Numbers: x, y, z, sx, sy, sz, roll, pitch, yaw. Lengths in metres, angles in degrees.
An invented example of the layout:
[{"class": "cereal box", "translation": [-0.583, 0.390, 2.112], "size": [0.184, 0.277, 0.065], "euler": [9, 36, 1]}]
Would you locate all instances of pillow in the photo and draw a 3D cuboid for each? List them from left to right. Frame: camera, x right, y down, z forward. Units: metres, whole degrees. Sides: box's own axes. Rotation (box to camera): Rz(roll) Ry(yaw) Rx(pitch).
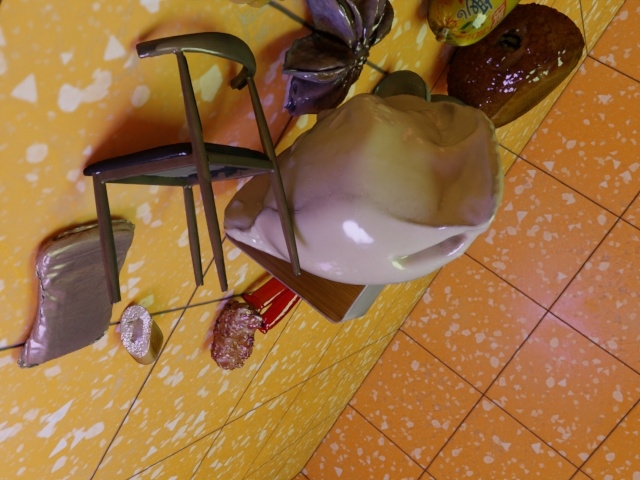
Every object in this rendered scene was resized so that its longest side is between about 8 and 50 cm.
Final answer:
[{"class": "pillow", "translation": [-0.299, 0.067, 0.740], "size": [0.135, 0.034, 0.211], "euler": [-19, 140, -52]}]

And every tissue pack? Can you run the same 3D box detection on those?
[{"class": "tissue pack", "translation": [-0.001, 0.001, 0.977], "size": [0.159, 0.246, 0.136], "euler": [-56, 161, 8]}]

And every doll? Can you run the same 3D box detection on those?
[{"class": "doll", "translation": [-0.002, 0.040, 1.283], "size": [0.384, 0.099, 0.188], "euler": [-38, 157, -20]}]

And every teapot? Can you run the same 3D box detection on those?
[{"class": "teapot", "translation": [0.197, -0.229, 1.163], "size": [0.183, 0.183, 0.251], "euler": [-55, 149, 6]}]

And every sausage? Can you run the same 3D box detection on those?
[{"class": "sausage", "translation": [0.310, -0.466, 1.058], "size": [0.347, 0.123, 0.123], "euler": [-48, 160, -16]}]

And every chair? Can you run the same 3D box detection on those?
[{"class": "chair", "translation": [-0.145, -0.078, 0.677], "size": [0.188, 0.166, 0.272], "euler": [-5, 88, -64]}]

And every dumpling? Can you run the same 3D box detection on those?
[{"class": "dumpling", "translation": [0.060, -0.087, 0.822], "size": [0.233, 0.395, 0.315], "euler": [58, 38, -36]}]

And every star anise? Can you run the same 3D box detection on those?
[{"class": "star anise", "translation": [0.018, -0.265, 0.811], "size": [0.229, 0.093, 0.236], "euler": [-40, 161, -47]}]

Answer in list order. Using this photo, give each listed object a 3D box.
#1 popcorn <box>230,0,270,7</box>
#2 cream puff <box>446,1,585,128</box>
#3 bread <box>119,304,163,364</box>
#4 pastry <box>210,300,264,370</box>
[{"class": "popcorn", "translation": [-0.036, -0.306, 0.523], "size": [0.194, 0.140, 0.163], "euler": [-49, 177, -3]}, {"class": "cream puff", "translation": [0.396, -0.377, 1.276], "size": [0.303, 0.212, 0.303], "euler": [-33, 168, -8]}, {"class": "bread", "translation": [-0.273, 0.145, 0.899], "size": [0.103, 0.049, 0.062], "euler": [87, 16, -59]}, {"class": "pastry", "translation": [-0.165, 0.177, 1.160], "size": [0.063, 0.087, 0.169], "euler": [-86, -161, -59]}]
